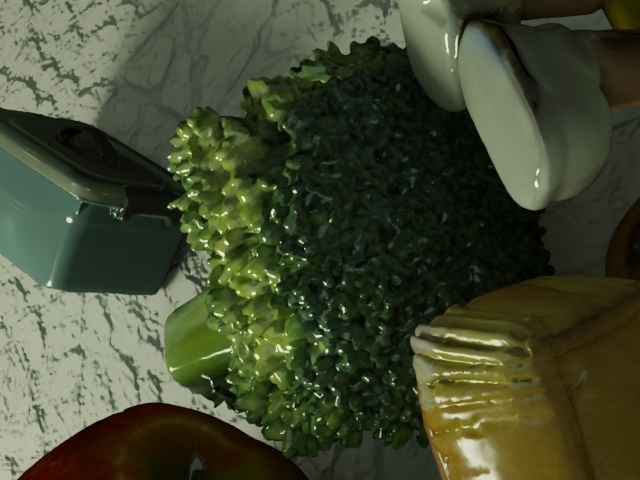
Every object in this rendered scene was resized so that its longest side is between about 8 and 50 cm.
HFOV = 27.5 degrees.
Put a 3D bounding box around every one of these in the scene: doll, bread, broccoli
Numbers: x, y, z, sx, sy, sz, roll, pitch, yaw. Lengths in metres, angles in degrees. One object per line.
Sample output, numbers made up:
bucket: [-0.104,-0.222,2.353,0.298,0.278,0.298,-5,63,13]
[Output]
doll: [0.256,-0.149,0.789,0.423,0.161,0.348,1,52,8]
bread: [0.160,0.161,0.750,0.119,0.152,0.288,-17,92,60]
broccoli: [0.004,-0.016,0.928,0.301,0.249,0.375,-10,42,16]

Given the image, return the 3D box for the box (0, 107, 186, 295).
box: [-0.230,-0.042,1.218,0.227,0.162,0.130,30,105,39]

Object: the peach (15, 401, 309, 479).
peach: [-0.130,0.301,0.932,0.372,0.289,0.373,-170,90,-67]

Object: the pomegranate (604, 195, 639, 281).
pomegranate: [0.283,0.028,0.807,0.196,0.196,0.196,-12,69,33]
